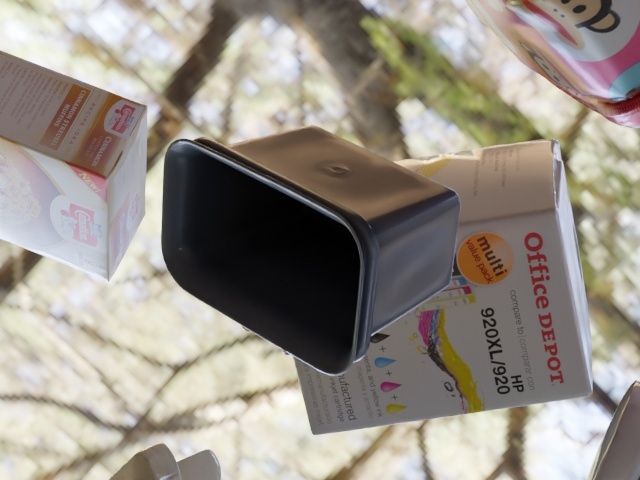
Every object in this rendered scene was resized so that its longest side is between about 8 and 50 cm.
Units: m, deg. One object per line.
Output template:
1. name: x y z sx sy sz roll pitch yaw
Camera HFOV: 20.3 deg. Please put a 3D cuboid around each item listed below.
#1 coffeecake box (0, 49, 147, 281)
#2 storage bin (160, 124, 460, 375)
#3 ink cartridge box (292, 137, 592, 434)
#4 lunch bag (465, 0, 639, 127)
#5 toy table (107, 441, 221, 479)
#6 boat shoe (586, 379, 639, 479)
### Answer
1. coffeecake box: -0.216 -0.062 1.230 0.142 0.185 0.068 100 12 -59
2. storage bin: 0.000 0.000 0.879 0.091 0.098 0.135 -22 -142 -40
3. ink cartridge box: 0.096 0.035 1.465 0.233 0.171 0.168 -9 -158 11
4. lunch bag: 0.197 -0.193 0.835 0.293 0.120 0.258 -46 -166 6
5. toy table: -0.151 0.283 1.481 0.274 0.161 0.252 -39 165 37
6. boat shoe: 0.186 0.205 1.053 0.096 0.088 0.267 -51 154 -61
